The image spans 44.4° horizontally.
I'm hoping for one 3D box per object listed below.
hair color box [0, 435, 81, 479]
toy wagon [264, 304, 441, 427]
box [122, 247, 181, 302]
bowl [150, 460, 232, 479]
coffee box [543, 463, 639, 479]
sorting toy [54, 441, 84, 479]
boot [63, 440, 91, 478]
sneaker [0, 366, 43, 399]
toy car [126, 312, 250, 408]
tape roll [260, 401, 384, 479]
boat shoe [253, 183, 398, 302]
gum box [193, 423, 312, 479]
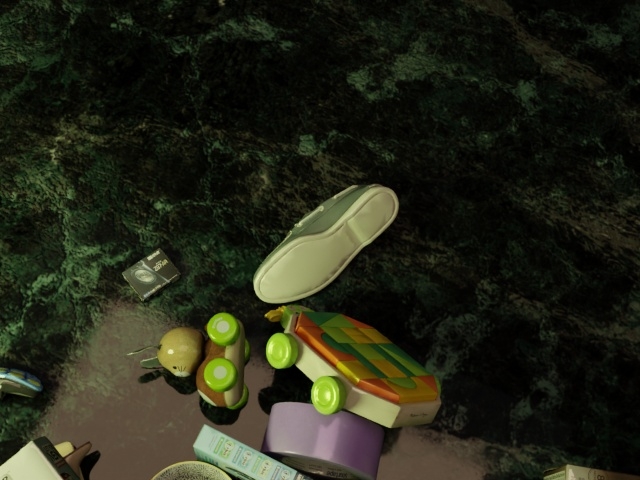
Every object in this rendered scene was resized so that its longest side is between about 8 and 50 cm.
[{"bbox_3d":[-0.366,0.489,1.128,0.185,0.113,0.374,-39,88,-13],"label":"hair color box"},{"bbox_3d":[0.035,0.187,1.291,0.344,0.267,0.068,37,108,39],"label":"toy wagon"},{"bbox_3d":[-0.306,0.063,1.422,0.083,0.018,0.067,-35,75,-19],"label":"box"},{"bbox_3d":[-0.204,0.441,1.235,0.170,0.080,0.170,2,66,-5],"label":"bowl"},{"bbox_3d":[0.451,0.525,1.255,0.168,0.119,0.297,10,66,-1],"label":"coffee box"},{"bbox_3d":[-0.456,0.446,1.231,0.193,0.038,0.208,-19,66,-15],"label":"sorting toy"},{"bbox_3d":[-0.390,0.385,1.228,0.118,0.042,0.087,-35,77,-20],"label":"boot"},{"bbox_3d":[-0.555,0.250,1.294,0.188,0.067,0.078,-1,88,-9],"label":"sneaker"},{"bbox_3d":[-0.221,0.203,1.306,0.188,0.155,0.149,-1,66,3],"label":"toy car"},{"bbox_3d":[0.004,0.326,1.251,0.189,0.189,0.080,14,66,-1],"label":"tape roll"},{"bbox_3d":[0.000,0.000,1.463,0.319,0.116,0.099,-37,32,-13],"label":"boat shoe"},{"bbox_3d":[-0.109,0.362,1.239,0.184,0.157,0.041,25,67,4],"label":"gum box"}]
